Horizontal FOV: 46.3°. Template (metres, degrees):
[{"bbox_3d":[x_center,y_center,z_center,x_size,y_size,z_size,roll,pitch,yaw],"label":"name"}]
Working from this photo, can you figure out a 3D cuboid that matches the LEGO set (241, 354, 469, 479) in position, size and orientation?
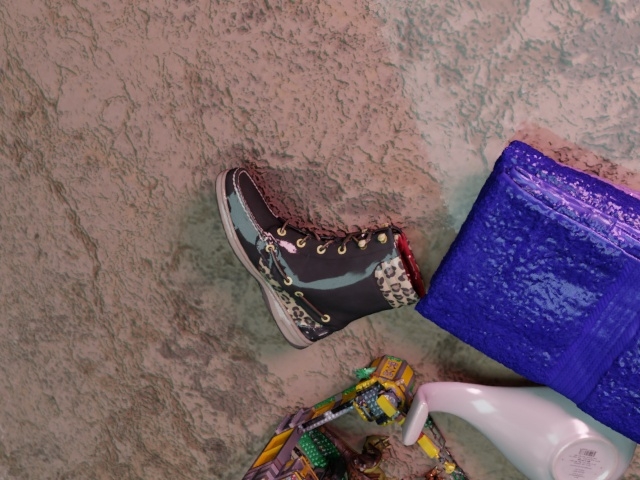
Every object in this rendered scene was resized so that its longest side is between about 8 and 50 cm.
[{"bbox_3d":[0.059,0.322,0.882,0.255,0.192,0.331,-22,100,25],"label":"LEGO set"}]

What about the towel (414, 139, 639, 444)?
[{"bbox_3d":[0.269,0.064,0.741,0.308,0.076,0.227,30,116,13],"label":"towel"}]

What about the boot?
[{"bbox_3d":[0.001,0.000,0.856,0.179,0.085,0.236,-20,106,23],"label":"boot"}]

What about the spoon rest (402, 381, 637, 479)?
[{"bbox_3d":[0.222,0.209,0.831,0.276,0.084,0.137,16,109,-11],"label":"spoon rest"}]

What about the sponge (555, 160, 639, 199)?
[{"bbox_3d":[0.318,0.010,0.769,0.210,0.031,0.117,22,114,12],"label":"sponge"}]
